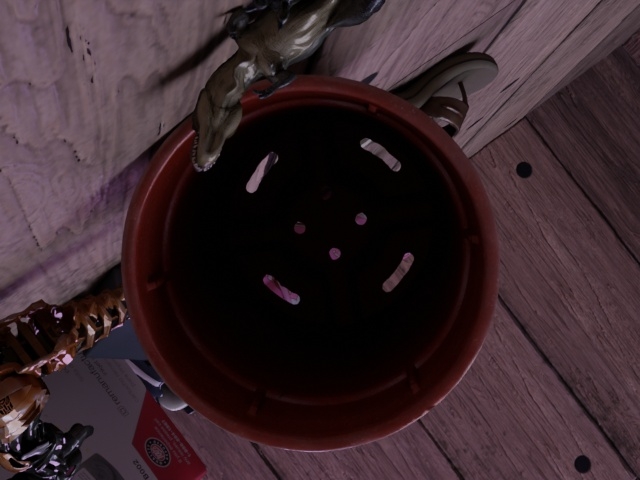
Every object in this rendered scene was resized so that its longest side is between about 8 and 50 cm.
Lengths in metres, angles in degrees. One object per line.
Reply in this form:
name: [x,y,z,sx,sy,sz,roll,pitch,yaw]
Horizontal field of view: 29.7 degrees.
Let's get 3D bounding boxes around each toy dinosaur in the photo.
toy dinosaur: [0.011,-0.147,0.699,0.268,0.064,0.118,-39,-178,1]
toy dinosaur: [-0.266,0.137,0.961,0.321,0.164,0.218,-15,155,-10]

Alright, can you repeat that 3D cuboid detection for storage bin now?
storage bin: [-0.188,0.068,1.233,0.091,0.098,0.135,2,151,-36]

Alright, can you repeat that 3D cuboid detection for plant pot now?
plant pot: [0.000,0.000,0.987,0.272,0.272,0.265,-38,-176,8]

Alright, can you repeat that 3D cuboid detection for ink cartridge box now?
ink cartridge box: [-0.297,0.244,1.233,0.131,0.226,0.306,-40,175,35]

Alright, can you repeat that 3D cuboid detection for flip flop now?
flip flop: [0.121,-0.145,1.434,0.277,0.080,0.112,-33,174,-43]

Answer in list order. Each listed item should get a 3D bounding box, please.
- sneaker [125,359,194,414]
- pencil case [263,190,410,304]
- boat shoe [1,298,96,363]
sneaker: [-0.210,0.159,1.518,0.094,0.153,0.235,-34,175,-25]
pencil case: [-0.003,0.024,1.773,0.160,0.167,0.386,4,-158,35]
boat shoe: [-0.275,0.112,1.177,0.135,0.050,0.045,-36,170,-22]
